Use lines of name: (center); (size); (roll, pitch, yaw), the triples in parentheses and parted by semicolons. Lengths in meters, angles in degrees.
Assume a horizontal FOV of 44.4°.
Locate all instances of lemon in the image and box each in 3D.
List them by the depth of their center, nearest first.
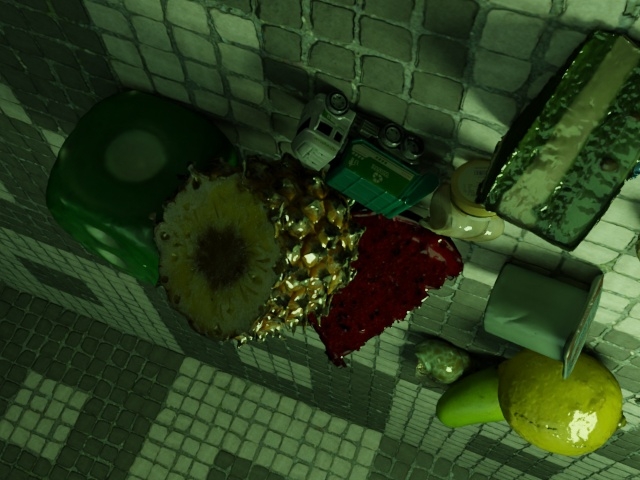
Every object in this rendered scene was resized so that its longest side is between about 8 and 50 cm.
lemon: (0.548, 0.365, 1.810); (0.284, 0.260, 0.260); (15, 157, 3)

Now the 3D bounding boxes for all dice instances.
dice: (-0.355, -0.102, 1.593); (0.287, 0.297, 0.300); (24, 159, 5)

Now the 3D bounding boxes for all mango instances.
mango: (0.437, 0.426, 2.113); (0.293, 0.142, 0.175); (-29, 142, 31)

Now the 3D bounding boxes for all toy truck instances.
toy truck: (0.076, -0.138, 1.316); (0.253, 0.124, 0.114); (28, 155, -14)

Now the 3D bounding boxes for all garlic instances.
garlic: (0.252, -0.046, 1.367); (0.175, 0.099, 0.124); (10, -164, -41)

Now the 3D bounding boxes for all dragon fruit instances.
dragon fruit: (0.086, 0.046, 1.549); (0.282, 0.344, 0.100); (53, -165, 1)

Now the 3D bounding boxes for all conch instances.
conch: (0.336, 0.324, 2.127); (0.173, 0.106, 0.116); (40, -174, 11)

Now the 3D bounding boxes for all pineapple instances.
pineapple: (-0.095, 0.010, 1.381); (0.353, 0.352, 0.300); (5, -169, 39)

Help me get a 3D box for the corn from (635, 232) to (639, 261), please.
corn: (0.578, 0.038, 1.275); (0.087, 0.087, 0.211); (3, 157, 41)

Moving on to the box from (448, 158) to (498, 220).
box: (0.262, -0.083, 1.271); (0.106, 0.105, 0.037); (17, 151, 17)

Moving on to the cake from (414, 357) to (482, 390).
cake: (0.373, 0.395, 2.266); (0.221, 0.086, 0.116); (20, 162, 5)

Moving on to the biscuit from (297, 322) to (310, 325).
biscuit: (-0.121, 0.148, 2.211); (0.296, 0.075, 0.296); (24, 156, 12)

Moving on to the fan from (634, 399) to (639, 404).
fan: (0.882, 0.380, 1.825); (0.230, 0.011, 0.335); (35, 154, -26)

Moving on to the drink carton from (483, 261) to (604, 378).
drink carton: (0.430, 0.149, 1.534); (0.190, 0.185, 0.191); (17, 159, 24)

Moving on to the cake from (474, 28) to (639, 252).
cake: (0.353, -0.158, 1.065); (0.158, 0.172, 0.283); (28, 124, 1)

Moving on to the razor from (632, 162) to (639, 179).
razor: (0.425, -0.088, 1.183); (0.082, 0.042, 0.253); (-14, 170, -23)
